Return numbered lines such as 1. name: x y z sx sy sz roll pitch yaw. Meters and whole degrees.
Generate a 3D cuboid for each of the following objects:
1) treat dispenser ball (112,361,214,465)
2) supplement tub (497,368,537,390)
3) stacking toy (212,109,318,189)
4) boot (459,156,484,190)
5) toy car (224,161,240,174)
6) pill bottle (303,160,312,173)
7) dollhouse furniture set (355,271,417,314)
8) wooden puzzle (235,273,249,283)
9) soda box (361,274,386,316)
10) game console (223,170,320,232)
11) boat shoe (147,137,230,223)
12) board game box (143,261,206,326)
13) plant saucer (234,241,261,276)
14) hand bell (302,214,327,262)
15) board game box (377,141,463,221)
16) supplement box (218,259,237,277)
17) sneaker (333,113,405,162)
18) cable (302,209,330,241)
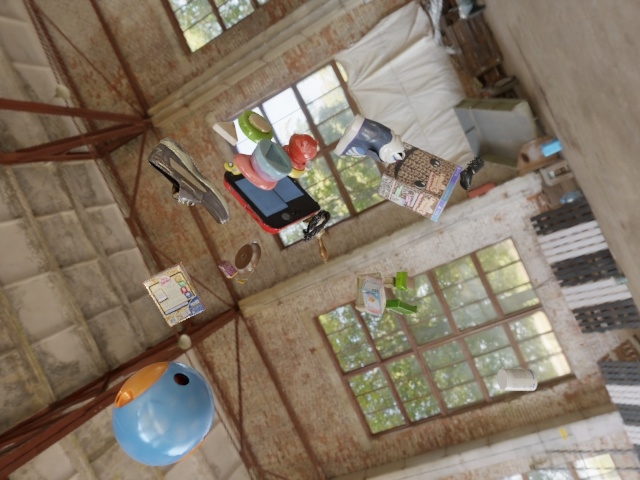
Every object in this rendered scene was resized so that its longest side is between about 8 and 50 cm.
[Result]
1. treat dispenser ball: -0.457 0.503 1.408 0.288 0.288 0.288 53 -158 -33
2. supplement tub: 0.648 0.457 1.577 0.071 0.107 0.071 -176 90 -83
3. stacking toy: -0.157 -0.319 1.512 0.280 0.130 0.309 50 -147 -3
4. boot: 0.580 -0.257 1.833 0.045 0.099 0.121 43 171 34
5. toy car: -0.283 -0.318 2.144 0.225 0.238 0.053 -6 -82 -60
6. pill bottle: -0.069 -0.275 1.809 0.043 0.083 0.044 9 -106 -32
7. dollhouse furniture set: 0.342 0.278 2.513 0.151 0.301 0.198 23 -114 -41
8. wooden puzzle: -0.424 0.190 2.632 0.116 0.078 0.014 -60 -33 -38
9. soda box: 0.183 0.190 1.628 0.183 0.058 0.063 72 -144 -55
10. game console: -0.227 -0.223 2.227 0.341 0.060 0.387 -30 -109 -38
11. boat shoe: -0.462 -0.184 1.671 0.355 0.130 0.132 52 159 -19
12. board game box: -0.527 0.196 1.741 0.045 0.146 0.194 -125 9 -74
13. plant saucer: -0.399 0.093 2.568 0.036 0.198 0.199 31 -143 -42
14. hand bell: 0.000 0.000 2.441 0.126 0.126 0.242 -59 -44 -68
15. board game box: 0.433 -0.259 2.094 0.232 0.290 0.141 -57 -12 -32
16. supplement box: -0.466 0.145 2.410 0.043 0.055 0.083 -43 -72 -26
17. sneaker: 0.190 -0.342 1.784 0.236 0.130 0.323 28 172 -7
18. cable: -0.024 -0.071 2.259 0.047 0.184 0.151 42 -152 -17
